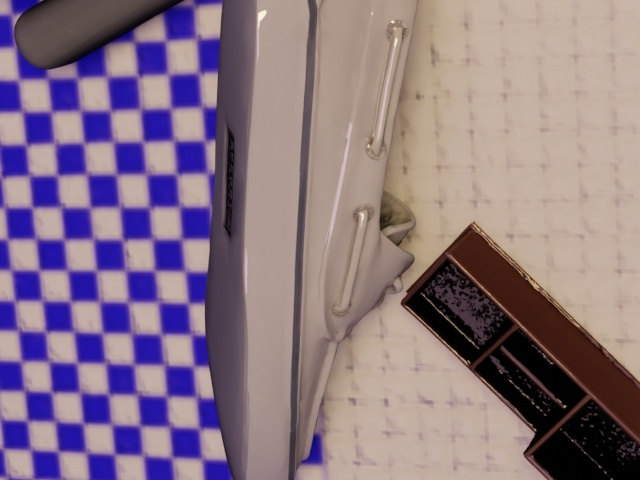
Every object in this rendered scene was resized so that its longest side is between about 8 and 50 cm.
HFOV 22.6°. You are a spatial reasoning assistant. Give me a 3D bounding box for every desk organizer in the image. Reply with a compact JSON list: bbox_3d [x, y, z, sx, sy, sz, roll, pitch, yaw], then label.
[{"bbox_3d":[0.092,0.057,0.690,0.130,0.050,0.047,44,112,5],"label":"desk organizer"}]

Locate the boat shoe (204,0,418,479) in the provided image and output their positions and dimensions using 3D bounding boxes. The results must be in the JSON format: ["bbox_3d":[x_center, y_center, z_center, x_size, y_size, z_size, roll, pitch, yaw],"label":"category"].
[{"bbox_3d":[0.000,0.000,0.689,0.084,0.095,0.258,-3,121,-15],"label":"boat shoe"}]

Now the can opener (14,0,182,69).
[{"bbox_3d":[-0.032,-0.158,0.668,0.280,0.093,0.074,-25,94,27],"label":"can opener"}]
